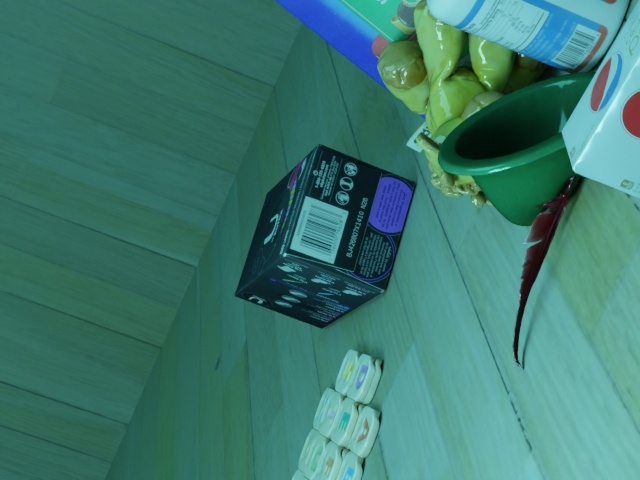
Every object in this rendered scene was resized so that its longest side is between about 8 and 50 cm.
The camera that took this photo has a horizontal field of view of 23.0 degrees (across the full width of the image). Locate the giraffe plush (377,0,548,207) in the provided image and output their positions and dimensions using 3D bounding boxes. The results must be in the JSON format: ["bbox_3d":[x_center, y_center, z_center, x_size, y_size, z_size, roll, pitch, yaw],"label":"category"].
[{"bbox_3d":[0.151,-0.125,1.622,0.170,0.181,0.210,-97,21,-51],"label":"giraffe plush"}]

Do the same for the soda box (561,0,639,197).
[{"bbox_3d":[0.279,-0.146,1.275,0.074,0.069,0.216,-89,22,-59],"label":"soda box"}]

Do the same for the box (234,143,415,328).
[{"bbox_3d":[0.000,0.000,2.097,0.270,0.143,0.165,141,148,-68],"label":"box"}]

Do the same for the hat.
[{"bbox_3d":[0.216,-0.031,1.475,0.208,0.183,0.173,-28,21,-4],"label":"hat"}]

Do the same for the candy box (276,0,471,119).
[{"bbox_3d":[0.089,-0.328,1.682,0.268,0.317,0.122,-47,19,19],"label":"candy box"}]

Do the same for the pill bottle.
[{"bbox_3d":[0.179,-0.256,1.531,0.124,0.221,0.124,-159,90,-78],"label":"pill bottle"}]

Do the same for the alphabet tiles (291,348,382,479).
[{"bbox_3d":[0.006,0.271,1.912,0.278,0.021,0.284,-172,103,-78],"label":"alphabet tiles"}]
